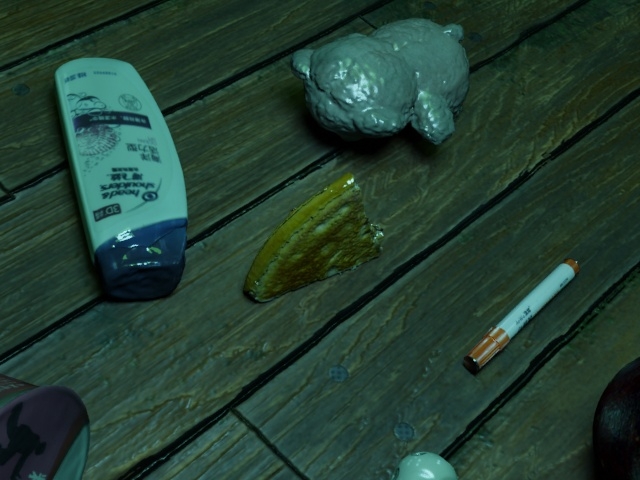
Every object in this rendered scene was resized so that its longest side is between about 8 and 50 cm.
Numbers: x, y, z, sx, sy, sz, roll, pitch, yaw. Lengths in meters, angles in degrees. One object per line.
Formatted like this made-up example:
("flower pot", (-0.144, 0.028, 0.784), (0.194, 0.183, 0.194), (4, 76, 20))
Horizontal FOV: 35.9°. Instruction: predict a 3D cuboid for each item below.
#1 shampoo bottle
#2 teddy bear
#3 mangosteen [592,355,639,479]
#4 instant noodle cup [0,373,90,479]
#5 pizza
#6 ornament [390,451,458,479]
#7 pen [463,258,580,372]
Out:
("shampoo bottle", (-0.240, -0.086, 1.231), (0.134, 0.078, 0.359), (-5, 50, -23))
("teddy bear", (0.095, -0.218, 1.379), (0.236, 0.151, 0.267), (39, 51, 23))
("mangosteen", (0.412, 0.246, 1.028), (0.231, 0.231, 0.289), (-12, 88, -23))
("instant noodle cup", (-0.341, 0.200, 0.864), (0.179, 0.234, 0.235), (22, 47, 19))
("pizza", (0.000, 0.000, 1.193), (0.053, 0.201, 0.193), (54, 18, 28))
("ornament", (0.104, 0.285, 0.984), (0.075, 0.081, 0.156), (15, 51, -7))
("pen", (0.253, 0.089, 1.227), (0.028, 0.028, 0.239), (38, 51, 20))
